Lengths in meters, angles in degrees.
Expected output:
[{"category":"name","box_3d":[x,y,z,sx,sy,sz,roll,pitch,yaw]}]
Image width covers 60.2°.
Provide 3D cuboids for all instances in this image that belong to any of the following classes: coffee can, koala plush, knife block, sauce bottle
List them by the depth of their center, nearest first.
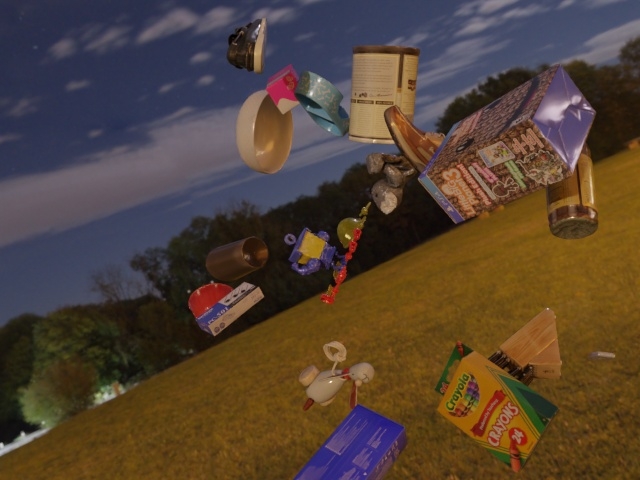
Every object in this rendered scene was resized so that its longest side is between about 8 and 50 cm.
[{"category":"sauce bottle","box_3d":[0.606,-0.170,1.346,0.111,0.344,0.111,9,-29,5]},{"category":"coffee can","box_3d":[0.189,-0.441,1.680,0.201,0.275,0.201,3,15,-1]},{"category":"knife block","box_3d":[0.597,0.340,1.683,0.242,0.088,0.276,-2,47,17]},{"category":"koala plush","box_3d":[0.265,-0.211,2.101,0.203,0.221,0.196,7,5,2]}]

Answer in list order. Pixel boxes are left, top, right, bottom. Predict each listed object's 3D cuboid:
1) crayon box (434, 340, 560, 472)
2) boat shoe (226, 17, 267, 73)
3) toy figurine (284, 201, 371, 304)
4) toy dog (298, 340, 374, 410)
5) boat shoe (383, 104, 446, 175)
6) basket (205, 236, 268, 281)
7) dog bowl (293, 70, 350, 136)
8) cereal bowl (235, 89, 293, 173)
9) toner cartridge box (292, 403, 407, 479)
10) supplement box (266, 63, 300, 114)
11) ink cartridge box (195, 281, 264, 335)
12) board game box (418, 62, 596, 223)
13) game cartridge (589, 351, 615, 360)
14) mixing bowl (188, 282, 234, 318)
[{"category":"crayon box","box_3d":[0.461,0.453,1.531,0.318,0.202,0.081,34,30,32]},{"category":"boat shoe","box_3d":[-0.215,-0.571,1.611,0.113,0.127,0.340,3,38,-4]},{"category":"toy figurine","box_3d":[0.000,0.000,1.755,0.191,0.217,0.363,114,178,-52]},{"category":"toy dog","box_3d":[0.038,0.539,2.023,0.161,0.220,0.334,-57,0,-44]},{"category":"boat shoe","box_3d":[0.290,-0.238,1.476,0.116,0.324,0.123,-38,18,9]},{"category":"basket","box_3d":[-0.328,0.072,2.261,0.204,0.154,0.227,-1,-13,-39]},{"category":"dog bowl","box_3d":[0.015,-0.443,1.835,0.074,0.166,0.297,-58,-30,-3]},{"category":"cereal bowl","box_3d":[-0.246,-0.445,2.256,0.141,0.339,0.339,9,12,21]},{"category":"toner cartridge box","box_3d":[0.066,0.600,1.449,0.165,0.075,0.348,15,41,40]},{"category":"supplement box","box_3d":[-0.123,-0.557,2.025,0.114,0.111,0.220,-30,23,12]},{"category":"ink cartridge box","box_3d":[-0.289,0.216,1.772,0.207,0.046,0.097,-38,27,-27]},{"category":"board game box","box_3d":[0.393,-0.199,1.176,0.291,0.141,0.232,-27,21,51]},{"category":"game cartridge","box_3d":[0.840,0.347,1.657,0.056,0.017,0.083,9,-17,12]},{"category":"mixing bowl","box_3d":[-0.390,0.257,2.038,0.181,0.181,0.098,-22,44,-1]}]
